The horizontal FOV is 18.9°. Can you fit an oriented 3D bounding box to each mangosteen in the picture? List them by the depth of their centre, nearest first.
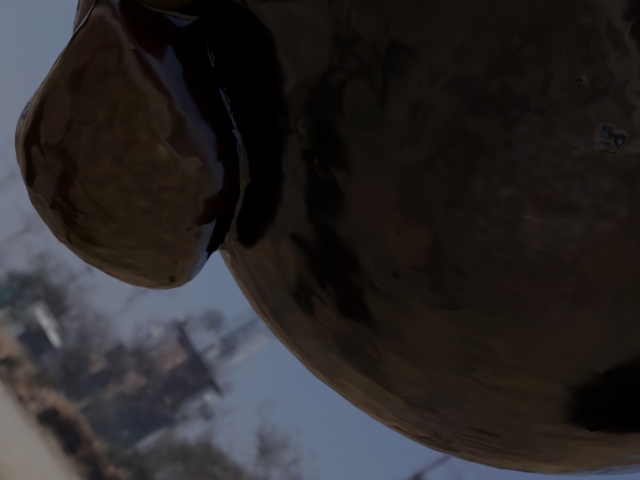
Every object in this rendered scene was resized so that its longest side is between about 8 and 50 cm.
[{"bbox_3d":[0.059,-0.113,0.692,0.435,0.382,0.382,21,-4,-11],"label":"mangosteen"}]
